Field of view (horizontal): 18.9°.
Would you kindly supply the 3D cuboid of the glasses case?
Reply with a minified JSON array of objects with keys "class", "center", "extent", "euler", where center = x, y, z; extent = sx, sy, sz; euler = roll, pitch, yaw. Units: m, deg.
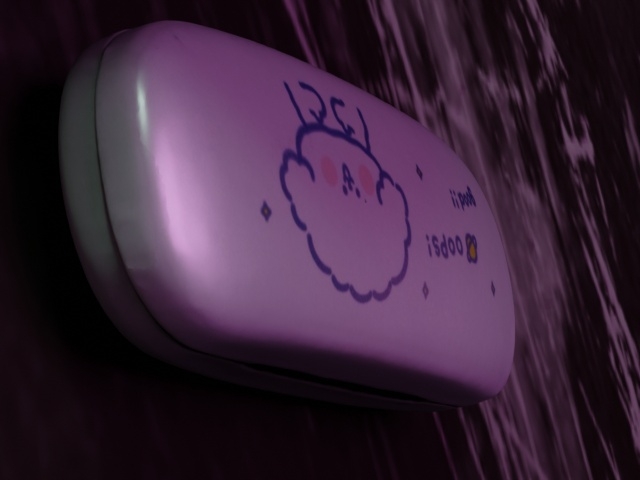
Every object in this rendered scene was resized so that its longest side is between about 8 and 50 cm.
[{"class":"glasses case","center":[0.000,0.000,0.479],"extent":[0.197,0.049,0.076],"euler":[21,57,-60]}]
